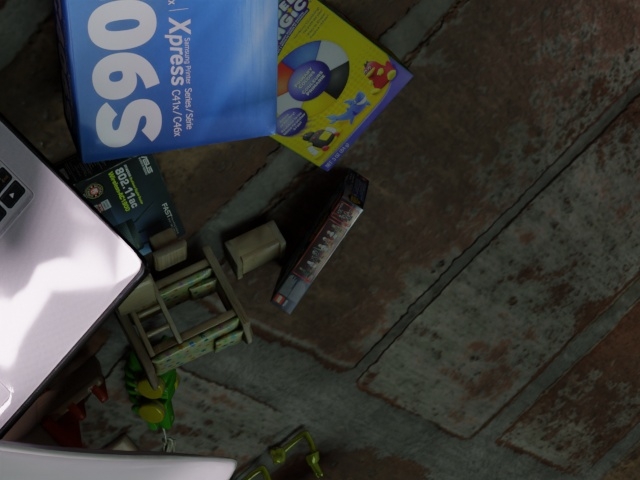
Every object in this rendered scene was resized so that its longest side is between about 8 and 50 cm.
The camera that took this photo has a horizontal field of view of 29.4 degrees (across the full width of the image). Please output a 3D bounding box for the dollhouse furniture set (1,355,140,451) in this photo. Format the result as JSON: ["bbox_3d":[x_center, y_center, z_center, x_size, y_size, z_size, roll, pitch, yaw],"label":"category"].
[{"bbox_3d":[-0.202,0.262,1.235,0.135,0.262,0.259,-37,109,-3],"label":"dollhouse furniture set"}]

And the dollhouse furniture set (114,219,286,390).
[{"bbox_3d":[-0.101,0.045,1.154,0.182,0.101,0.161,-26,163,-12],"label":"dollhouse furniture set"}]

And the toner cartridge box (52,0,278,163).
[{"bbox_3d":[-0.117,-0.232,0.903,0.165,0.075,0.347,-12,128,-18],"label":"toner cartridge box"}]

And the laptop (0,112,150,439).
[{"bbox_3d":[-0.418,0.023,0.858,0.382,0.408,0.236,-47,173,13],"label":"laptop"}]

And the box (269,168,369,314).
[{"bbox_3d":[0.000,0.000,1.238,0.027,0.094,0.137,33,111,-6],"label":"box"}]

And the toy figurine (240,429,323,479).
[{"bbox_3d":[-0.095,0.416,1.570,0.362,0.191,0.217,-40,171,-7],"label":"toy figurine"}]

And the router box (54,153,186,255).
[{"bbox_3d":[-0.184,-0.034,1.112,0.092,0.038,0.122,-29,139,-10],"label":"router box"}]

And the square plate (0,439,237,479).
[{"bbox_3d":[-0.280,0.284,0.982,0.347,0.049,0.344,16,113,-47],"label":"square plate"}]

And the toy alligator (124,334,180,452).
[{"bbox_3d":[-0.182,0.167,1.299,0.051,0.056,0.189,13,133,8],"label":"toy alligator"}]

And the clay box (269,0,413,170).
[{"bbox_3d":[-0.029,-0.160,1.092,0.127,0.053,0.222,-48,139,13],"label":"clay box"}]
